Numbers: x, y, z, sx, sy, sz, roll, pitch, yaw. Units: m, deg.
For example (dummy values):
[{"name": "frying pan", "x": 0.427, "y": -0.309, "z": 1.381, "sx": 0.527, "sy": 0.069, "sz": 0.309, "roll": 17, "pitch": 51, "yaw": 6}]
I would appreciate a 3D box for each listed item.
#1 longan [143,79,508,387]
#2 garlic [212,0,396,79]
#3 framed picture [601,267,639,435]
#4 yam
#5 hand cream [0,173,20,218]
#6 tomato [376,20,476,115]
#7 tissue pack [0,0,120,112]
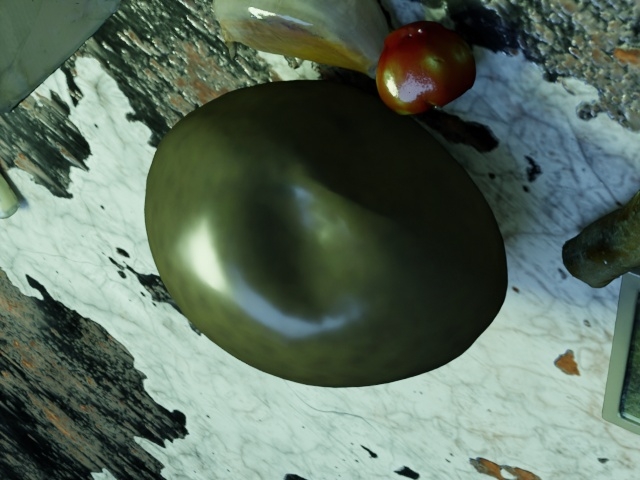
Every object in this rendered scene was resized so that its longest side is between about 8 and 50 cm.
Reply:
[{"name": "longan", "x": 0.000, "y": 0.000, "z": 1.153, "sx": 0.350, "sy": 0.288, "sz": 0.288, "roll": 24, "pitch": 144, "yaw": 16}, {"name": "garlic", "x": -0.033, "y": -0.197, "z": 1.127, "sx": 0.198, "sy": 0.090, "sz": 0.128, "roll": 5, "pitch": 146, "yaw": 34}, {"name": "framed picture", "x": 0.419, "y": 0.155, "z": 1.159, "sx": 0.324, "sy": 0.020, "sz": 0.241, "roll": 23, "pitch": 143, "yaw": 23}, {"name": "yam", "x": 0.282, "y": -0.026, "z": 1.043, "sx": 0.061, "sy": 0.061, "sz": 0.253, "roll": 39, "pitch": 147, "yaw": 0}, {"name": "hand cream", "x": -0.451, "y": -0.095, "z": 1.693, "sx": 0.061, "sy": 0.039, "sz": 0.143, "roll": 0, "pitch": 121, "yaw": 52}, {"name": "tomato", "x": 0.087, "y": -0.147, "z": 1.067, "sx": 0.087, "sy": 0.087, "sz": 0.075, "roll": -15, "pitch": 100, "yaw": 51}, {"name": "tissue pack", "x": -0.425, "y": -0.315, "z": 1.206, "sx": 0.416, "sy": 0.253, "sz": 0.264, "roll": 20, "pitch": 143, "yaw": 26}]
